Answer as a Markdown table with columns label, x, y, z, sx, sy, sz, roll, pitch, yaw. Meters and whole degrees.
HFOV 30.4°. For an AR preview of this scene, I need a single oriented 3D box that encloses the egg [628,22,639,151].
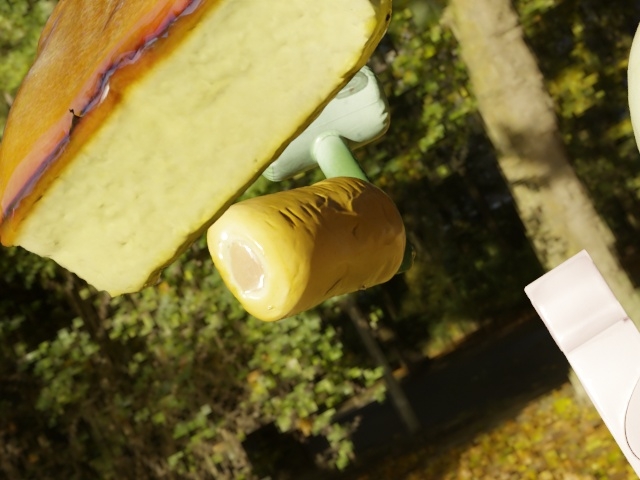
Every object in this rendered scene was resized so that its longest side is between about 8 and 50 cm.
| label | x | y | z | sx | sy | sz | roll | pitch | yaw |
| --- | --- | --- | --- | --- | --- | --- | --- | --- | --- |
| egg | 0.377 | -0.132 | 0.817 | 0.345 | 0.283 | 0.283 | -45 | -1 | -14 |

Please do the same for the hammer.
| label | x | y | z | sx | sy | sz | roll | pitch | yaw |
| --- | --- | --- | --- | --- | --- | --- | --- | --- | --- |
| hammer | 0.038 | -0.083 | 1.567 | 0.206 | 0.335 | 0.119 | -24 | -31 | -8 |

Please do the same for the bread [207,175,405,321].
| label | x | y | z | sx | sy | sz | roll | pitch | yaw |
| --- | --- | --- | --- | --- | --- | --- | --- | --- | --- |
| bread | 0.000 | 0.000 | 1.319 | 0.091 | 0.142 | 0.305 | -39 | -10 | 30 |

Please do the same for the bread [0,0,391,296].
| label | x | y | z | sx | sy | sz | roll | pitch | yaw |
| --- | --- | --- | --- | --- | --- | --- | --- | --- | --- |
| bread | -0.098 | -0.165 | 0.880 | 0.323 | 0.143 | 0.333 | -45 | 29 | 24 |

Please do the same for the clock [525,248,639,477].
| label | x | y | z | sx | sy | sz | roll | pitch | yaw |
| --- | --- | --- | --- | --- | --- | --- | --- | --- | --- |
| clock | 0.325 | 0.150 | 1.253 | 0.080 | 0.290 | 0.275 | -32 | 0 | 9 |
